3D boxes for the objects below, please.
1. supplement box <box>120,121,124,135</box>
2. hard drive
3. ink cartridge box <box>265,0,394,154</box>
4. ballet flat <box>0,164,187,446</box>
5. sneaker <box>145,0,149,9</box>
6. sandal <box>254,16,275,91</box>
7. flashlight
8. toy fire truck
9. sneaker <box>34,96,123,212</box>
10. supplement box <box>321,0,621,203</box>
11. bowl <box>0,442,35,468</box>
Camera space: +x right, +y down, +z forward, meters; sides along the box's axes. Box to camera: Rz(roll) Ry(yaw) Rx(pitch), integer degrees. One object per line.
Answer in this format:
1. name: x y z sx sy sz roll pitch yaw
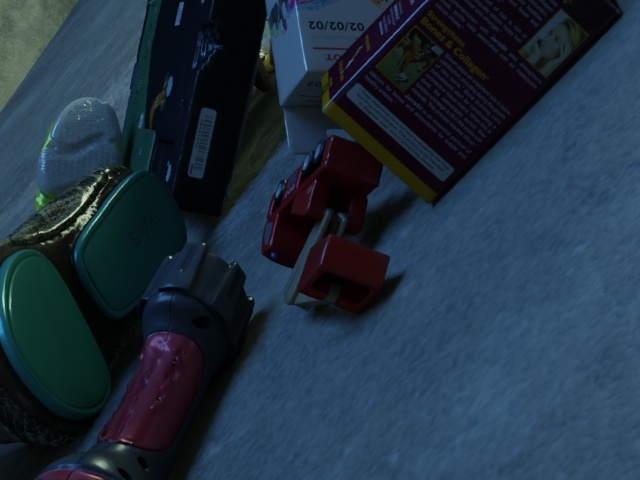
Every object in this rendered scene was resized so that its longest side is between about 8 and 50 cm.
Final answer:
1. supplement box: -0.225 -0.143 2.215 0.062 0.036 0.098 -48 16 11
2. hard drive: -0.139 -0.153 1.796 0.339 0.064 0.237 -166 88 -72
3. ink cartridge box: 0.020 -0.157 1.307 0.061 0.104 0.181 132 133 -59
4. ballet flat: -0.242 0.068 1.436 0.182 0.164 0.483 -25 13 15
5. sneaker: -0.167 -0.256 2.153 0.109 0.123 0.295 -47 17 12
6. sandal: -0.067 -0.233 1.913 0.079 0.088 0.240 -26 23 -9
7. flashlight: -0.131 0.124 1.243 0.103 0.103 0.304 -37 21 42
8. toy fire truck: 0.000 0.000 1.243 0.192 0.047 0.135 139 148 -62
9. sneaker: -0.272 -0.032 1.891 0.126 0.091 0.240 147 133 -75
10. supplement box: 0.099 -0.133 1.194 0.188 0.104 0.081 -45 16 15
11. bowl: -0.338 0.130 1.626 0.298 0.134 0.298 -4 25 2
